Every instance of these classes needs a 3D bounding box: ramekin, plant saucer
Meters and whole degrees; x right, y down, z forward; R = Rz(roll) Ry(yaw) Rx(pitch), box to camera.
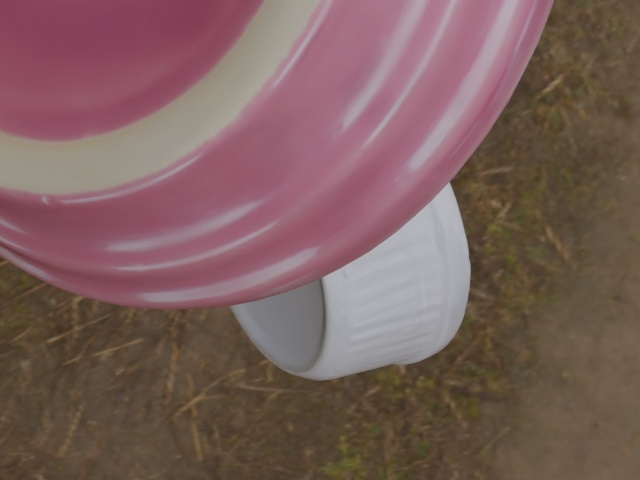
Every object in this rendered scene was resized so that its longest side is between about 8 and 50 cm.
[{"bbox_3d":[0.000,0.000,1.168,0.127,0.273,0.272,-21,88,-27],"label":"ramekin"},{"bbox_3d":[-0.073,-0.138,0.496,0.084,0.332,0.332,0,75,-60],"label":"plant saucer"}]
